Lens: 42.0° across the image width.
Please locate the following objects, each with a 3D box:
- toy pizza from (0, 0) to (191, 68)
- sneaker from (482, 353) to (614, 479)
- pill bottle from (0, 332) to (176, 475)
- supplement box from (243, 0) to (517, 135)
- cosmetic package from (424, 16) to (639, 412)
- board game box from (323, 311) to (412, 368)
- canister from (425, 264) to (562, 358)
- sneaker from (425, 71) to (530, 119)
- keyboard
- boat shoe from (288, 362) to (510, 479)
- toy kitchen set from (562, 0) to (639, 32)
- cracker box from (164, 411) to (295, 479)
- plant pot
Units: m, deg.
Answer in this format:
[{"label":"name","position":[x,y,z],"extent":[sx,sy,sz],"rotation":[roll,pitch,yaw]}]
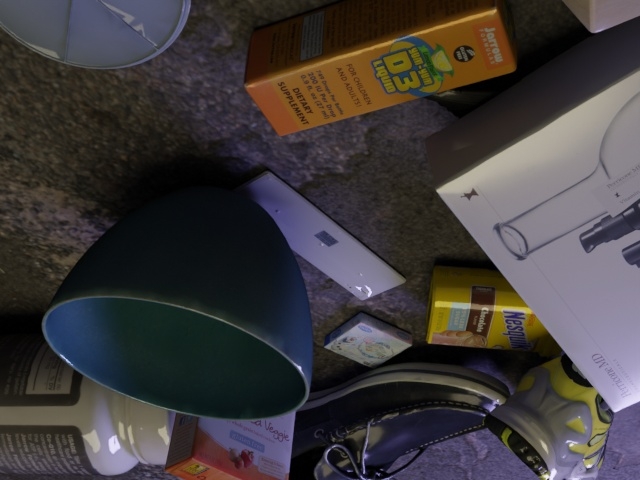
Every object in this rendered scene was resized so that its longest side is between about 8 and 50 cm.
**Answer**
[{"label":"toy pizza","position":[-0.212,-0.236,0.731],"extent":[0.201,0.032,0.201],"rotation":[3,141,2]},{"label":"sneaker","position":[0.339,0.236,1.110],"extent":[0.147,0.145,0.384],"rotation":[-49,157,6]},{"label":"pill bottle","position":[-0.361,0.233,1.196],"extent":[0.361,0.204,0.204],"rotation":[-2,141,10]},{"label":"supplement box","position":[0.052,-0.170,0.743],"extent":[0.233,0.080,0.078],"rotation":[-15,139,21]},{"label":"cosmetic package","position":[0.321,-0.021,0.800],"extent":[0.284,0.097,0.377],"rotation":[-30,122,22]},{"label":"board game box","position":[0.067,0.142,1.174],"extent":[0.090,0.020,0.090],"rotation":[26,139,-24]},{"label":"canister","position":[0.222,0.088,1.046],"extent":[0.170,0.073,0.126],"rotation":[4,142,4]},{"label":"sneaker","position":[0.156,-0.121,0.810],"extent":[0.170,0.051,0.089],"rotation":[6,137,-6]},{"label":"keyboard","position":[0.000,0.000,1.016],"extent":[0.072,0.014,0.256],"rotation":[-30,130,30]},{"label":"boat shoe","position":[0.056,0.304,1.261],"extent":[0.500,0.156,0.187],"rotation":[-19,140,28]},{"label":"toy kitchen set","position":[0.255,-0.278,0.581],"extent":[0.207,0.122,0.166],"rotation":[-22,137,2]},{"label":"cracker box","position":[-0.110,0.222,1.127],"extent":[0.155,0.232,0.067],"rotation":[33,133,-30]},{"label":"plant pot","position":[-0.137,0.055,0.939],"extent":[0.290,0.195,0.290],"rotation":[9,147,6]}]
